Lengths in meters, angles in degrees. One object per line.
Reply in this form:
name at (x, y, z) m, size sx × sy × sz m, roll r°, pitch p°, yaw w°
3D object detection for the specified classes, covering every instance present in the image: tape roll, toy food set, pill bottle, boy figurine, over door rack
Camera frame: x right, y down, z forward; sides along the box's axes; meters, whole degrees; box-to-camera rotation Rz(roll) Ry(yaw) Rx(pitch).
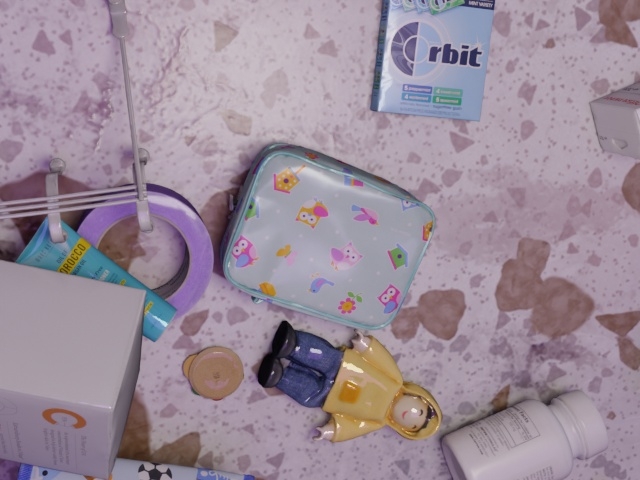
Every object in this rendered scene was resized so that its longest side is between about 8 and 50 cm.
tape roll at (-0.243, 0.019, 1.272) m, size 0.188 × 0.080 × 0.189 m, roll -3°, pitch 102°, yaw -13°
toy food set at (-0.153, 0.194, 1.359) m, size 0.083 × 0.020 × 0.083 m, roll -27°, pitch 106°, yaw -6°
pill bottle at (0.315, 0.319, 1.431) m, size 0.229 × 0.131 × 0.131 m, roll -22°, pitch 105°, yaw -7°
boy figurine at (0.049, 0.226, 1.376) m, size 0.285 × 0.092 × 0.177 m, roll 27°, pitch 92°, yaw -13°
over door rack at (-0.345, -0.149, 1.182) m, size 0.239 × 0.108 × 0.324 m, roll -8°, pitch 78°, yaw -10°

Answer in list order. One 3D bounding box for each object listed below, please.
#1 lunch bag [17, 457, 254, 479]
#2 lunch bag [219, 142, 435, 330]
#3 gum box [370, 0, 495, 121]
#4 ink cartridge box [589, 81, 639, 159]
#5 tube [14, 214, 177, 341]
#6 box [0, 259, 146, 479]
lunch bag at (-0.273, 0.501, 1.214) m, size 0.327 × 0.239 × 0.386 m, roll 9°, pitch 55°, yaw -14°
lunch bag at (0.000, 0.000, 1.307) m, size 0.279 × 0.108 × 0.224 m, roll 20°, pitch 102°, yaw -14°
gum box at (0.160, -0.268, 1.320) m, size 0.156 × 0.041 × 0.185 m, roll 4°, pitch 100°, yaw -13°
ink cartridge box at (0.517, -0.196, 1.362) m, size 0.190 × 0.139 × 0.082 m, roll -22°, pitch 107°, yaw -7°
tube at (-0.285, 0.054, 1.207) m, size 0.207 × 0.052 × 0.080 m, roll 35°, pitch 79°, yaw -10°
box at (-0.403, 0.146, 1.134) m, size 0.345 × 0.168 × 0.215 m, roll 13°, pitch 143°, yaw -5°
